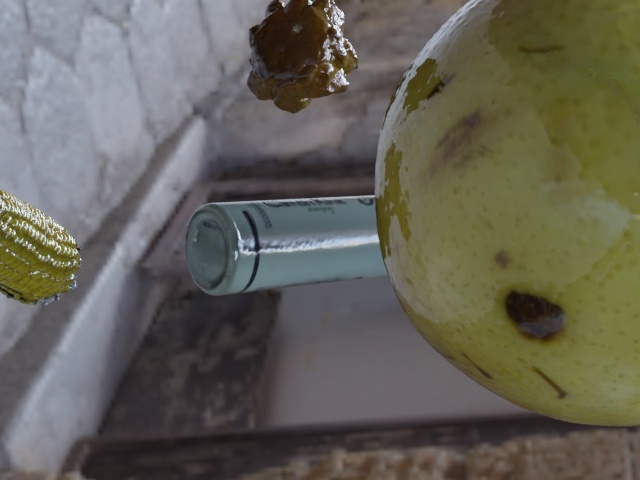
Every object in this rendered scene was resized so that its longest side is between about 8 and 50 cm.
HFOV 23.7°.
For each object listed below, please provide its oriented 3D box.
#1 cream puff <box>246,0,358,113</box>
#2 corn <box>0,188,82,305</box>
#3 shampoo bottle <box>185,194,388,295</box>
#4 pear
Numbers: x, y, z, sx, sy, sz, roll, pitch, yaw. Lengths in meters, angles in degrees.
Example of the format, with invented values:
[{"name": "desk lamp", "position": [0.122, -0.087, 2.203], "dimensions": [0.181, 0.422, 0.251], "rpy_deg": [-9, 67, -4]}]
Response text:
[{"name": "cream puff", "position": [-0.018, -0.183, 1.518], "dimensions": [0.116, 0.122, 0.094], "rpy_deg": [42, 2, 28]}, {"name": "corn", "position": [-0.371, -0.001, 1.789], "dimensions": [0.318, 0.115, 0.115], "rpy_deg": [49, 36, -70]}, {"name": "shampoo bottle", "position": [0.000, 0.000, 1.460], "dimensions": [0.262, 0.085, 0.085], "rpy_deg": [-5, 89, -38]}, {"name": "pear", "position": [0.204, -0.035, 1.063], "dimensions": [0.348, 0.348, 0.348], "rpy_deg": [-5, 90, -80]}]
